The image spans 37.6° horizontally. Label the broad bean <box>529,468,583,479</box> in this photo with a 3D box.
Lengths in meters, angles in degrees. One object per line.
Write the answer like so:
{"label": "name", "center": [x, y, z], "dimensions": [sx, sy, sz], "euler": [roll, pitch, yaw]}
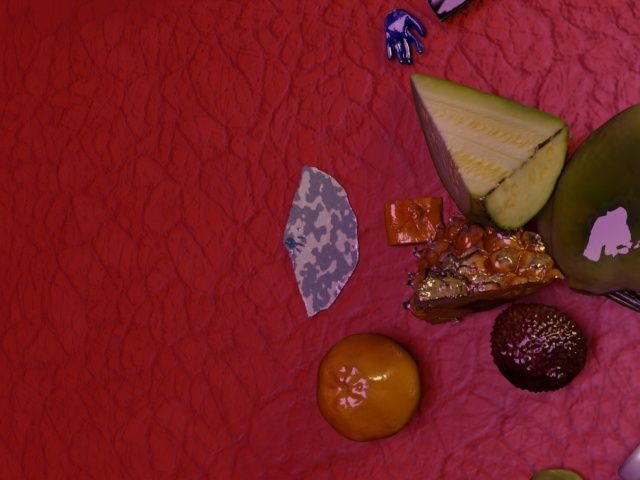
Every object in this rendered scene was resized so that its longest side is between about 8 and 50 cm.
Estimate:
{"label": "broad bean", "center": [0.315, 0.338, 1.264], "dimensions": [0.083, 0.045, 0.063], "euler": [-25, 87, 32]}

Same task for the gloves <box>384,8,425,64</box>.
{"label": "gloves", "center": [0.127, -0.307, 1.412], "dimensions": [0.064, 0.026, 0.086], "euler": [-8, 83, 25]}

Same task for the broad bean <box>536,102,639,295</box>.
{"label": "broad bean", "center": [0.412, -0.046, 1.194], "dimensions": [0.291, 0.119, 0.238], "euler": [-47, 57, 14]}

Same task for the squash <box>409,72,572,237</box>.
{"label": "squash", "center": [0.178, -0.112, 1.283], "dimensions": [0.289, 0.203, 0.111], "euler": [25, 144, 41]}

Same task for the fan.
{"label": "fan", "center": [0.000, 0.000, 1.468], "dimensions": [0.131, 0.009, 0.240], "euler": [-3, 85, 27]}

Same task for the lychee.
{"label": "lychee", "center": [0.286, 0.138, 1.250], "dimensions": [0.123, 0.123, 0.129], "euler": [-41, 61, 20]}

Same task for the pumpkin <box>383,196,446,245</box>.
{"label": "pumpkin", "center": [0.138, -0.027, 1.384], "dimensions": [0.101, 0.035, 0.073], "euler": [-9, 85, 25]}

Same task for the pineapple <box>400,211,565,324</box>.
{"label": "pineapple", "center": [0.172, 0.030, 1.265], "dimensions": [0.250, 0.164, 0.139], "euler": [-31, 65, 56]}

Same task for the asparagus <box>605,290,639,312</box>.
{"label": "asparagus", "center": [0.468, 0.112, 1.208], "dimensions": [0.233, 0.022, 0.023], "euler": [30, 57, 28]}

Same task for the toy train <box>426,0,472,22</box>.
{"label": "toy train", "center": [0.264, -0.403, 1.336], "dimensions": [0.252, 0.048, 0.055], "euler": [-32, 83, 16]}

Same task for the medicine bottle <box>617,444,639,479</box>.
{"label": "medicine bottle", "center": [0.489, 0.343, 1.141], "dimensions": [0.260, 0.095, 0.095], "euler": [45, 107, 23]}

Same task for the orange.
{"label": "orange", "center": [0.065, 0.211, 1.350], "dimensions": [0.159, 0.136, 0.158], "euler": [-4, 82, 26]}
